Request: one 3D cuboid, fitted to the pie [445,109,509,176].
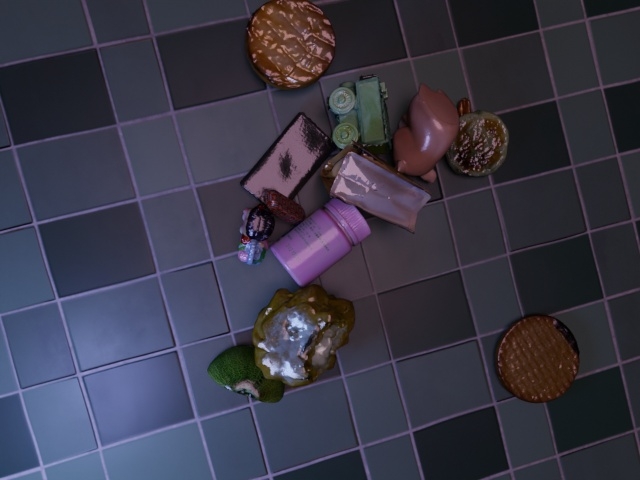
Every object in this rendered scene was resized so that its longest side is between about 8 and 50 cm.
[{"bbox_3d":[0.537,-0.326,1.735,0.241,0.054,0.240,-2,103,-9],"label":"pie"}]

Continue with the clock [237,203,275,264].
[{"bbox_3d":[-0.204,-0.019,1.590,0.100,0.195,0.193,10,88,-10],"label":"clock"}]

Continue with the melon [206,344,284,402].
[{"bbox_3d":[-0.217,0.417,1.604,0.265,0.169,0.129,22,88,-8],"label":"melon"}]

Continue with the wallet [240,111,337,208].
[{"bbox_3d":[-0.104,-0.253,1.678,0.170,0.044,0.321,40,85,-9],"label":"wallet"}]

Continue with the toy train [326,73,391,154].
[{"bbox_3d":[0.129,-0.387,1.628,0.188,0.159,0.271,-8,83,13],"label":"toy train"}]

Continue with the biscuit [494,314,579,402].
[{"bbox_3d":[0.770,0.420,1.797,0.318,0.040,0.317,0,89,-7],"label":"biscuit"}]

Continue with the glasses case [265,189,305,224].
[{"bbox_3d":[-0.114,-0.099,1.615,0.049,0.194,0.073,-19,65,25],"label":"glasses case"}]

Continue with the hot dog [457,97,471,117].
[{"bbox_3d":[0.501,-0.435,1.759,0.049,0.037,0.122,0,92,6],"label":"hot dog"}]

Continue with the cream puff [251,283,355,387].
[{"bbox_3d":[-0.062,0.289,1.594,0.274,0.270,0.323,28,89,16],"label":"cream puff"}]

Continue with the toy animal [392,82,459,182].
[{"bbox_3d":[0.328,-0.344,1.655,0.195,0.256,0.212,2,48,-33],"label":"toy animal"}]

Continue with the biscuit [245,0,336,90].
[{"bbox_3d":[-0.098,-0.635,1.646,0.297,0.102,0.296,0,92,-4],"label":"biscuit"}]

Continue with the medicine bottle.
[{"bbox_3d":[0.000,0.000,1.625,0.291,0.178,0.178,-39,95,-6],"label":"medicine bottle"}]

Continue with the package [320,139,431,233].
[{"bbox_3d":[0.181,-0.179,1.585,0.311,0.221,0.165,25,109,-18],"label":"package"}]
